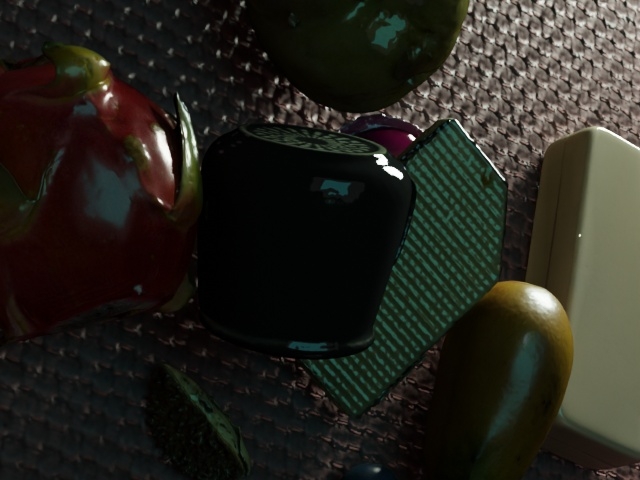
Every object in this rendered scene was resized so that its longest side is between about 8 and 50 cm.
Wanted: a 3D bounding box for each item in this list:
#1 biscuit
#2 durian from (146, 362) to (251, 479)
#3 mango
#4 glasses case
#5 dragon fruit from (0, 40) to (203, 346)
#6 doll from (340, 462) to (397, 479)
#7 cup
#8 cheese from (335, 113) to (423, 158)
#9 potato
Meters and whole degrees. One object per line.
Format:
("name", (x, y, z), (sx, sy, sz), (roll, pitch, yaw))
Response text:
("biscuit", (0.068, 0.023, 1.401), (0.252, 0.052, 0.150), (-45, 108, -7))
("durian", (-0.105, 0.161, 1.308), (0.130, 0.052, 0.066), (53, 13, -16))
("mango", (0.160, 0.145, 1.442), (0.120, 0.151, 0.221), (18, 82, 10))
("glasses case", (0.282, 0.057, 1.604), (0.144, 0.076, 0.336), (27, 61, -28))
("dragon fruit", (-0.194, -0.037, 1.191), (0.224, 0.224, 0.227), (1, 74, -37))
("doll", (0.050, 0.238, 1.388), (0.076, 0.050, 0.083), (-12, 82, -44))
("cup", (0.000, 0.000, 1.276), (0.223, 0.169, 0.176), (-3, 104, -48))
("cheese", (0.019, -0.043, 1.431), (0.244, 0.062, 0.155), (6, 101, -24))
("potato", (0.039, -0.283, 1.444), (0.218, 0.202, 0.351), (38, 46, -37))
